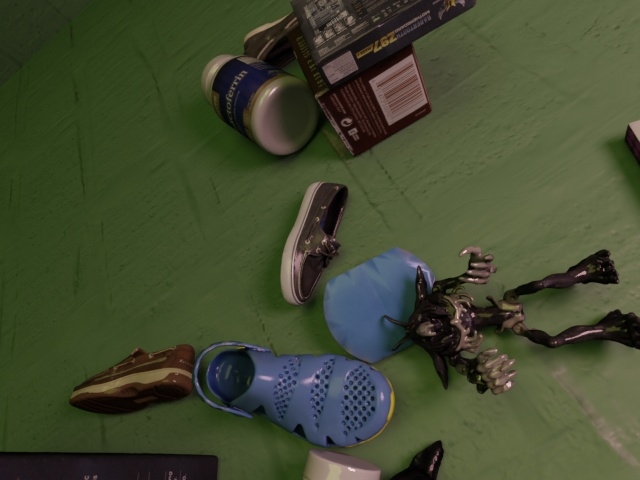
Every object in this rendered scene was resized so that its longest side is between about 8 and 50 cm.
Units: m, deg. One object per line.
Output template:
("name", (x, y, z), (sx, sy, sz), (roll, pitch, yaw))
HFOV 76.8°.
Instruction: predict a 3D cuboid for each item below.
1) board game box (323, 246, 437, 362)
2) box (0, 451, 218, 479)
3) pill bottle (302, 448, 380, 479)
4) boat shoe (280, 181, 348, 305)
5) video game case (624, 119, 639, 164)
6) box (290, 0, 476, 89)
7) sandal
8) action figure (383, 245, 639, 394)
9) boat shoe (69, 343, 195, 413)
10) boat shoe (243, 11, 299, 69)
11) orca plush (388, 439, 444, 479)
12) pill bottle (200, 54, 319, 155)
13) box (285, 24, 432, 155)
("board game box", (0.091, 0.095, 0.592), (0.169, 0.033, 0.133), (-27, 78, 4))
("box", (-0.467, 0.416, 0.476), (0.480, 0.472, 0.297), (-14, 60, 22))
("pill bottle", (0.003, 0.366, 0.454), (0.124, 0.124, 0.221), (3, 69, 30))
("boat shoe", (0.000, 0.000, 0.675), (0.076, 0.080, 0.228), (0, 59, 31))
("video game case", (0.507, -0.076, 0.445), (0.210, 0.042, 0.232), (-18, 59, 22))
("box", (0.081, -0.354, 0.602), (0.233, 0.059, 0.183), (-26, 57, 13))
("sandal", (-0.057, 0.207, 0.562), (0.318, 0.138, 0.126), (-3, 63, 26))
("action figure", (0.201, 0.087, 0.476), (0.276, 0.141, 0.164), (-16, 72, 20))
("boat shoe", (-0.332, 0.247, 0.733), (0.258, 0.095, 0.095), (-15, 46, 16))
("boat shoe", (-0.030, -0.476, 0.915), (0.335, 0.112, 0.095), (-20, 76, 26))
("orca plush", (0.182, 0.299, 0.370), (0.287, 0.151, 0.102), (-122, 41, -62))
("pill bottle", (-0.137, -0.295, 0.846), (0.153, 0.153, 0.265), (-50, 52, -1))
("box", (0.068, -0.301, 0.724), (0.167, 0.168, 0.203), (-29, 55, 13))
